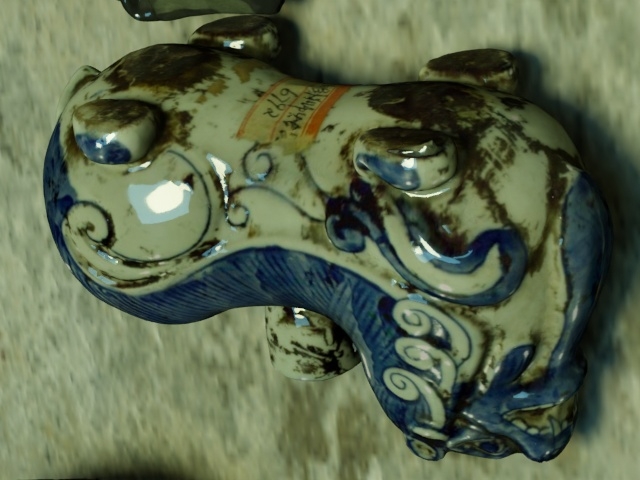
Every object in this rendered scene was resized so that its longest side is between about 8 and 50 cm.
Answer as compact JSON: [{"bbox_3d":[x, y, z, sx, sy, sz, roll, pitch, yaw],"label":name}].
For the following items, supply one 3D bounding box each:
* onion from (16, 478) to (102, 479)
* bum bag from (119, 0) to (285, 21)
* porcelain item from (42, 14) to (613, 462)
[{"bbox_3d":[-0.144,0.256,0.749,0.246,0.190,0.246,17,129,22],"label":"onion"},{"bbox_3d":[-0.045,-0.260,0.604,0.144,0.095,0.340,19,114,2],"label":"bum bag"},{"bbox_3d":[0.000,0.000,0.638,0.288,0.138,0.186,10,125,25],"label":"porcelain item"}]
